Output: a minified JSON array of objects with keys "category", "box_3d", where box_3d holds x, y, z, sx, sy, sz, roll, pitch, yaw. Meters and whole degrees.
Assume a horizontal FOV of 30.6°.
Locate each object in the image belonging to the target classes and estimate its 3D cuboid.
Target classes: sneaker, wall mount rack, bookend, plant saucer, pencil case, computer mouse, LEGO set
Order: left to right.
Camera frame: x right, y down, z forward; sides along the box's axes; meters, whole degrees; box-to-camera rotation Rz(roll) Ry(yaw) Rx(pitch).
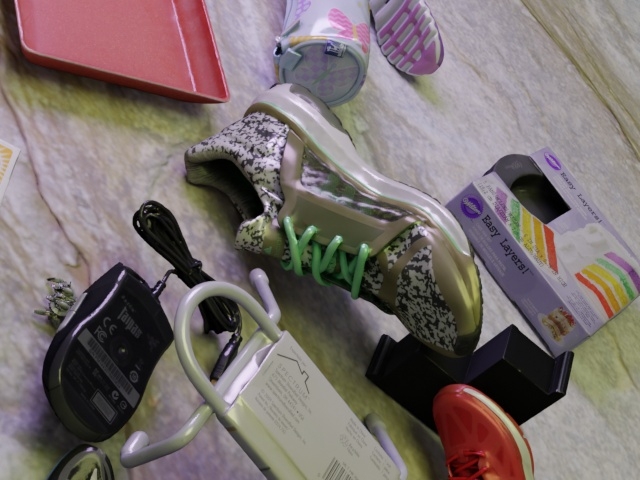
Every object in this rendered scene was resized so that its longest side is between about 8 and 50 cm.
[{"category":"sneaker","box_3d":[-0.196,0.238,0.912,0.067,0.078,0.188,30,40,-14]},{"category":"LEGO set","box_3d":[-0.230,0.066,1.076,0.083,0.023,0.054,51,38,5]},{"category":"plant saucer","box_3d":[-0.245,-0.270,1.341,0.259,0.048,0.258,11,50,-38]},{"category":"computer mouse","box_3d":[-0.165,0.106,1.080,0.184,0.060,0.262,54,36,-28]},{"category":"wall mount rack","box_3d":[-0.023,0.170,1.074,0.350,0.130,0.304,53,39,-13]},{"category":"sneaker","box_3d":[0.000,0.000,1.240,0.182,0.158,0.410,-26,52,-30]},{"category":"pencil case","box_3d":[0.002,-0.298,1.545,0.124,0.113,0.273,13,46,-9]},{"category":"sneaker","box_3d":[0.120,-0.344,1.718,0.105,0.095,0.236,-4,58,-54]},{"category":"bookend","box_3d":[0.161,0.136,1.274,0.157,0.156,0.072,39,39,-9]},{"category":"sneaker","box_3d":[0.166,0.264,1.206,0.128,0.087,0.221,-31,89,-50]}]

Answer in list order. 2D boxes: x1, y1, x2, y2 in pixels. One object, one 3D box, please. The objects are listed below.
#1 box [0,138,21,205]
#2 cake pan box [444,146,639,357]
[{"category":"box","box_3d":[-0.375,-0.058,0.986,0.203,0.103,0.114,29,42,-21]},{"category":"cake pan box","box_3d":[0.317,0.004,1.610,0.266,0.070,0.246,54,36,10]}]
